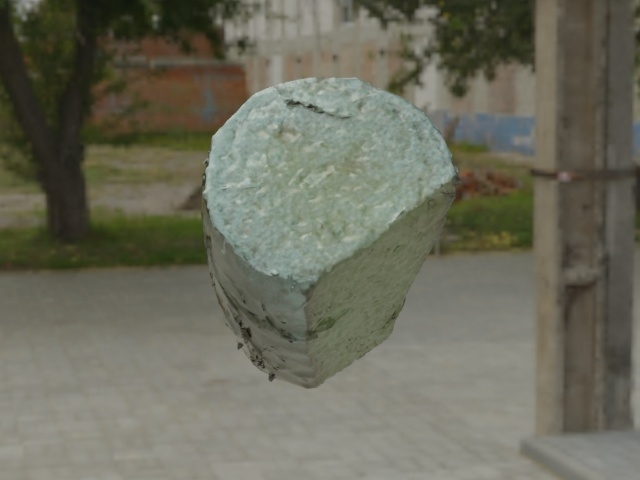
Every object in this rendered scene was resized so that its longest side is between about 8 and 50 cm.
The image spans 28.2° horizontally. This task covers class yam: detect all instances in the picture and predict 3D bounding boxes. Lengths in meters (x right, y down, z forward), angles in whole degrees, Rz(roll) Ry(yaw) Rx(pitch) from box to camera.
[{"bbox_3d":[-0.005,-0.002,1.112,0.202,0.271,0.201,-32,61,-15],"label":"yam"}]
